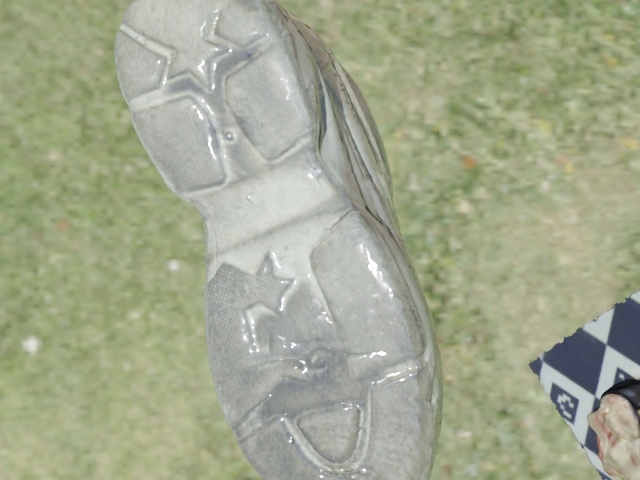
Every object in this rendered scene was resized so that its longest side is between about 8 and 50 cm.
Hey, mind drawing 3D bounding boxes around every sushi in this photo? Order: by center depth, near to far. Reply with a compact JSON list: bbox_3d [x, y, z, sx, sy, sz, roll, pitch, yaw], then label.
[{"bbox_3d":[0.130,0.076,0.655,0.120,0.026,0.126,58,144,6],"label":"sushi"}]

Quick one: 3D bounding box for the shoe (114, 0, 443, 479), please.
[{"bbox_3d":[0.000,0.000,1.145,0.132,0.210,0.342,-21,88,16],"label":"shoe"}]
